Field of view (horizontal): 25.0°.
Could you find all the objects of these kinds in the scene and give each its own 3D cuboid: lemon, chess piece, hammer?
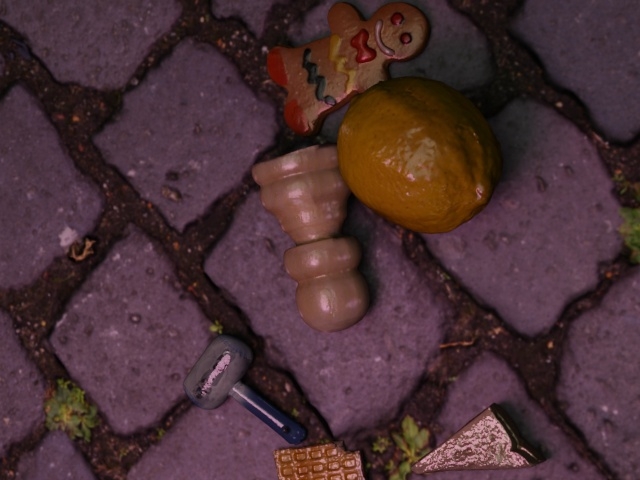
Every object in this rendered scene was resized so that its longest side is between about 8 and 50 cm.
[{"bbox_3d":[0.132,-0.117,1.950,0.260,0.204,0.204,37,100,31],"label":"lemon"},{"bbox_3d":[0.000,0.000,2.033,0.143,0.143,0.261,-15,86,18],"label":"chess piece"},{"bbox_3d":[-0.100,0.228,2.091,0.194,0.069,0.116,37,99,10],"label":"hammer"}]

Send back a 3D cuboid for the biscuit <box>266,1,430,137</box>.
[{"bbox_3d":[0.042,-0.264,2.077,0.250,0.036,0.165,-25,80,17],"label":"biscuit"}]

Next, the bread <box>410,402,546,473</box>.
[{"bbox_3d":[0.213,0.302,1.962,0.152,0.077,0.105,-40,74,15],"label":"bread"}]

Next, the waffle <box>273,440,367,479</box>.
[{"bbox_3d":[0.001,0.334,2.065,0.135,0.021,0.092,-13,83,19],"label":"waffle"}]
